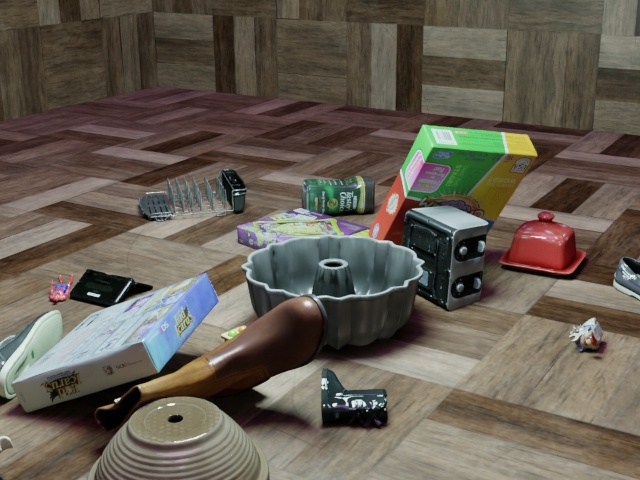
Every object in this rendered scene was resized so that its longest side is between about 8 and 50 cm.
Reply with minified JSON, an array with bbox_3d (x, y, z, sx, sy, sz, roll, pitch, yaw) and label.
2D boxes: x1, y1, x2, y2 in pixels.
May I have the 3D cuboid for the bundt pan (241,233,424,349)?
[{"bbox_3d":[0.025,0.097,1.664,0.330,0.124,0.331,-1,20,0],"label":"bundt pan"}]

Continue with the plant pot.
[{"bbox_3d":[-0.184,0.276,1.178,0.237,0.110,0.237,-1,18,0],"label":"plant pot"}]

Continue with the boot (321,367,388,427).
[{"bbox_3d":[0.050,0.235,1.384,0.099,0.045,0.121,-3,26,0],"label":"boot"}]

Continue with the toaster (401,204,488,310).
[{"bbox_3d":[0.238,0.028,1.798,0.110,0.168,0.185,-9,22,-31],"label":"toaster"}]

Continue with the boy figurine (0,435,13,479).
[{"bbox_3d":[-0.496,0.286,1.190,0.177,0.092,0.285,-17,28,-34],"label":"boy figurine"}]

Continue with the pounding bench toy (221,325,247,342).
[{"bbox_3d":[-0.141,0.175,1.531,0.083,0.065,0.052,17,26,41],"label":"pounding bench toy"}]

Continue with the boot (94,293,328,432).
[{"bbox_3d":[-0.152,0.170,1.297,0.280,0.096,0.264,-9,-16,-47],"label":"boot"}]

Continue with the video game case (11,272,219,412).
[{"bbox_3d":[-0.318,0.160,1.461,0.244,0.061,0.269,-20,13,20],"label":"video game case"}]

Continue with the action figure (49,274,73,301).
[{"bbox_3d":[-0.520,0.096,1.832,0.038,0.030,0.115,2,21,-7],"label":"action figure"}]

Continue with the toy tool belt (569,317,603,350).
[{"bbox_3d":[0.454,0.169,1.576,0.051,0.052,0.083,-26,2,29],"label":"toy tool belt"}]

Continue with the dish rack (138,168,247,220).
[{"bbox_3d":[-0.335,-0.118,2.374,0.271,0.074,0.208,-6,19,-14],"label":"dish rack"}]

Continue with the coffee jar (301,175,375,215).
[{"bbox_3d":[0.047,-0.112,2.309,0.184,0.096,0.079,-6,23,-12],"label":"coffee jar"}]

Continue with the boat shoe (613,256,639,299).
[{"bbox_3d":[0.653,0.087,1.764,0.075,0.065,0.206,-11,22,-29],"label":"boat shoe"}]

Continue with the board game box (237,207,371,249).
[{"bbox_3d":[0.000,0.000,2.068,0.208,0.056,0.346,-13,22,-43],"label":"board game box"}]

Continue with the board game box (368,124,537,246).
[{"bbox_3d":[0.266,-0.092,1.883,0.242,0.316,0.064,2,48,-21],"label":"board game box"}]

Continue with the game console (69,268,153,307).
[{"bbox_3d":[-0.420,0.102,1.836,0.122,0.071,0.107,9,51,28],"label":"game console"}]

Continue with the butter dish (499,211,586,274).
[{"bbox_3d":[0.478,-0.004,1.951,0.159,0.118,0.160,9,21,27],"label":"butter dish"}]

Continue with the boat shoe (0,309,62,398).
[{"bbox_3d":[-0.497,0.177,1.511,0.079,0.084,0.233,4,22,11],"label":"boat shoe"}]
